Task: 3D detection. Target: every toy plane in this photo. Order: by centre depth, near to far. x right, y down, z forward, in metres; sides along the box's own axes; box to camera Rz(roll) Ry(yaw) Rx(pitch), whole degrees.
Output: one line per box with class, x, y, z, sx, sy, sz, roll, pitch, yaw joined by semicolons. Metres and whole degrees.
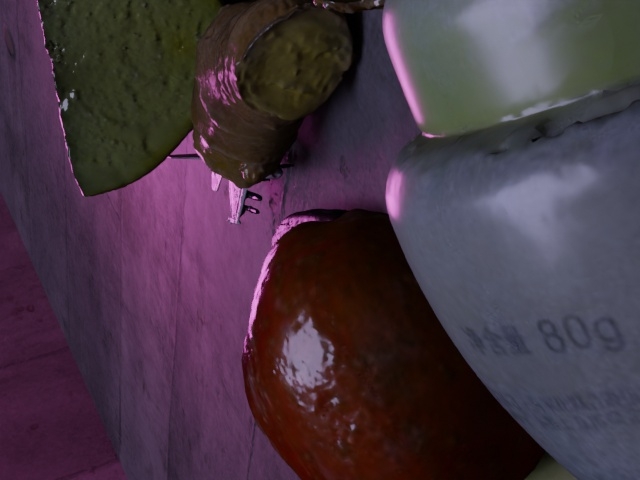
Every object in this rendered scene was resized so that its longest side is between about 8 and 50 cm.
toy plane;-0.083;-0.091;2.033;0.234;0.082;0.160;12;108;52

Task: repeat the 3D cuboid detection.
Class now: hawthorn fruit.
hawthorn fruit;0.069;0.097;1.459;0.284;0.284;0.284;162;90;-71

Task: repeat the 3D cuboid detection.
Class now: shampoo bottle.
shampoo bottle;0.197;-0.036;0.883;0.317;0.322;0.322;68;162;-6

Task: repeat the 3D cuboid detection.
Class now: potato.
potato;-0.198;-0.251;2.065;0.280;0.213;0.330;-94;-3;-64

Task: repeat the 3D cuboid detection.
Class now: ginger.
ginger;-0.057;-0.168;1.807;0.354;0.126;0.190;149;117;-68

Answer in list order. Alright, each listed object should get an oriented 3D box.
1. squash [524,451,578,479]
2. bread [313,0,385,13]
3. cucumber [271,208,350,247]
squash;0.194;0.299;1.464;0.204;0.155;0.237;97;152;-53
bread;0.043;-0.281;1.286;0.314;0.192;0.171;50;131;31
cucumber;0.000;0.001;1.866;0.241;0.074;0.074;-171;65;-72
